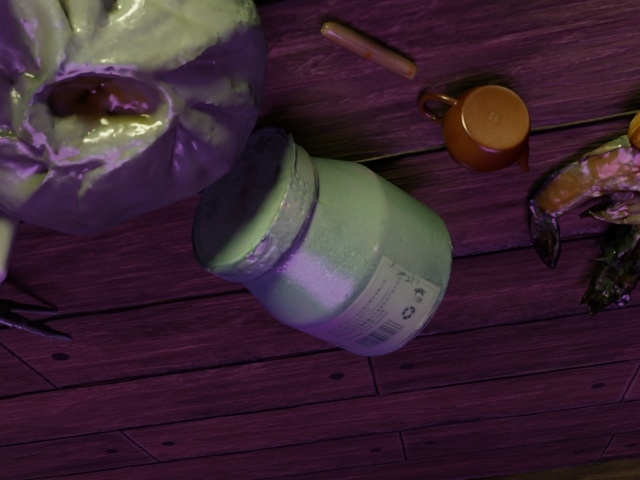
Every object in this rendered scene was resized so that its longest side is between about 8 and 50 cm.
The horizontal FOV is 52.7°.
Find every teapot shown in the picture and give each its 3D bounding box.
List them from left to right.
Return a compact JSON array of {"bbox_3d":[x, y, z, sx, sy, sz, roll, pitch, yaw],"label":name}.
[{"bbox_3d":[0.202,-0.139,0.829,0.173,0.116,0.116,28,139,0],"label":"teapot"}]

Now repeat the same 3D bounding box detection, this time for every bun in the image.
[{"bbox_3d":[-0.222,-0.145,0.629,0.354,0.194,0.355,-10,129,-12],"label":"bun"}]

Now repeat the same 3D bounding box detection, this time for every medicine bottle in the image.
[{"bbox_3d":[0.000,0.000,0.873,0.245,0.245,0.289,-33,134,33],"label":"medicine bottle"}]

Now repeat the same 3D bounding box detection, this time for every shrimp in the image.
[{"bbox_3d":[0.466,-0.003,1.061,0.271,0.085,0.445,-2,142,5],"label":"shrimp"}]

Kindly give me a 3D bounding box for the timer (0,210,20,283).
[{"bbox_3d":[-0.504,-0.024,0.813,0.192,0.195,0.194,26,133,-35],"label":"timer"}]

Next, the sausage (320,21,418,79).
[{"bbox_3d":[0.058,-0.222,0.753,0.132,0.024,0.024,19,138,-28],"label":"sausage"}]

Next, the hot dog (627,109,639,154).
[{"bbox_3d":[0.471,-0.192,0.808,0.092,0.062,0.236,15,135,-18],"label":"hot dog"}]

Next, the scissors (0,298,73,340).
[{"bbox_3d":[-0.560,0.094,1.009,0.383,0.256,0.029,27,96,-53],"label":"scissors"}]
